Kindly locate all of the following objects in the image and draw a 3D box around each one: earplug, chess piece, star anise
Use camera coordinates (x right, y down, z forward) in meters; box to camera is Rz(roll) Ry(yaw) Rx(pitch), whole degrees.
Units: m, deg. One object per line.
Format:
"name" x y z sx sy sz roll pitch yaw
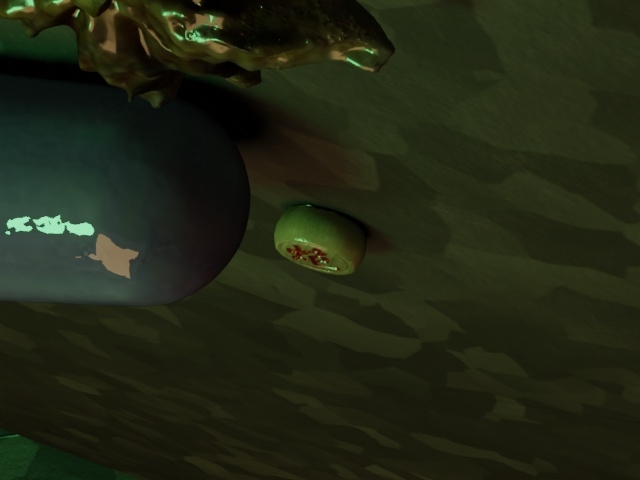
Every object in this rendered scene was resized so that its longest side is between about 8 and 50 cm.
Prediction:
"earplug" -0.267 -0.043 1.292 0.456 0.215 0.215 5 158 28
"chess piece" 0.000 0.000 1.401 0.083 0.038 0.083 19 161 7
"star anise" -0.119 -0.167 0.926 0.349 0.109 0.292 -2 158 46
